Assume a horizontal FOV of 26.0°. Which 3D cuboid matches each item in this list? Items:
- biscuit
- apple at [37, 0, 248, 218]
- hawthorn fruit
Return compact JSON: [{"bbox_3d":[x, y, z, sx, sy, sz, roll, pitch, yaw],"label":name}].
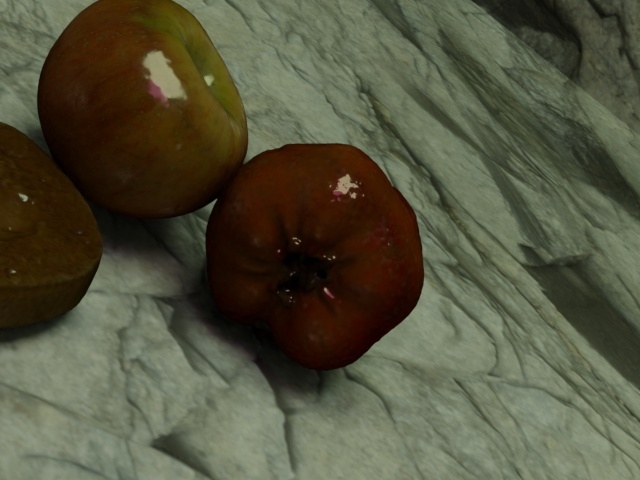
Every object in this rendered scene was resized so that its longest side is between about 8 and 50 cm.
[{"bbox_3d":[-0.351,-0.044,1.095,0.367,0.063,0.314,5,35,-48],"label":"biscuit"},{"bbox_3d":[-0.172,-0.119,1.295,0.210,0.173,0.235,59,12,-16],"label":"apple"},{"bbox_3d":[0.000,0.000,1.302,0.207,0.207,0.243,34,19,-3],"label":"hawthorn fruit"}]
